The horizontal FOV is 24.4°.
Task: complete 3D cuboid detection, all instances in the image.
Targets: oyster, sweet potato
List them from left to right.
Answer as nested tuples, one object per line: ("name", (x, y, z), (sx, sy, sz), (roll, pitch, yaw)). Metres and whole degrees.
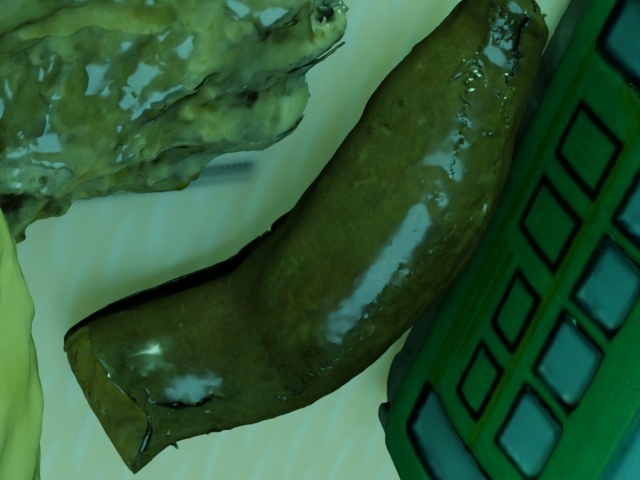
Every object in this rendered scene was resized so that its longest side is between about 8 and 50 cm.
("oyster", (-0.084, -0.058, 0.602), (0.209, 0.072, 0.133), (-9, 129, -12))
("sweet potato", (0.001, 0.004, 0.651), (0.112, 0.085, 0.286), (35, 114, -27))

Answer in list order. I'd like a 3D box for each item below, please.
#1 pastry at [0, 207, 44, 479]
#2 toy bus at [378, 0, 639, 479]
("pastry", (-0.284, 0.049, 0.468), (0.388, 0.313, 0.388), (-6, 139, -6))
("toy bus", (0.172, 0.017, 0.649), (0.183, 0.199, 0.343), (11, 118, -21))
